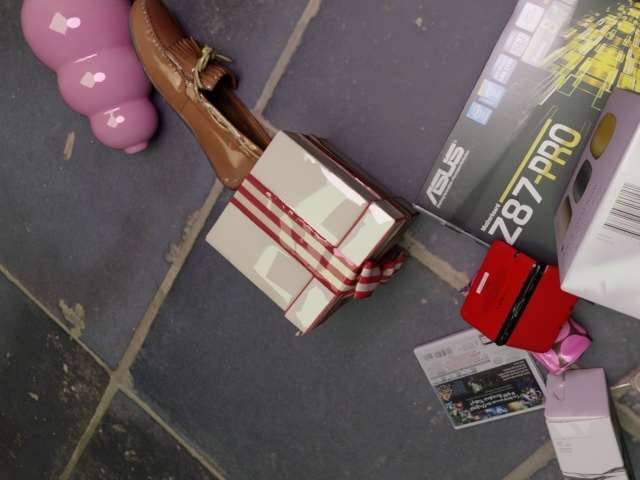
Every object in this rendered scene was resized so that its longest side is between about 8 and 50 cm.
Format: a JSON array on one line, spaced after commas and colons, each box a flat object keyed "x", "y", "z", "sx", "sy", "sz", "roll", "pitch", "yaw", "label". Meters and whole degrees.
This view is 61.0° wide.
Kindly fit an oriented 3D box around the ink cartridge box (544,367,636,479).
[{"x": 0.433, "y": 0.336, "z": 0.862, "sx": 0.093, "sy": 0.160, "sz": 0.219, "roll": -15, "pitch": 99, "yaw": 27, "label": "ink cartridge box"}]

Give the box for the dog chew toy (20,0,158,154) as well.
[{"x": -0.420, "y": -0.327, "z": 1.044, "sx": 0.207, "sy": 0.206, "sz": 0.331, "roll": -11, "pitch": 109, "yaw": 27, "label": "dog chew toy"}]

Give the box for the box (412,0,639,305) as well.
[{"x": 0.363, "y": -0.148, "z": 0.781, "sx": 0.318, "sy": 0.097, "sz": 0.394, "roll": 31, "pitch": 117, "yaw": 13, "label": "box"}]

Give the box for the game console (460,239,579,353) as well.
[{"x": 0.304, "y": 0.085, "z": 0.824, "sx": 0.124, "sy": 0.085, "sz": 0.143, "roll": 39, "pitch": 119, "yaw": 42, "label": "game console"}]

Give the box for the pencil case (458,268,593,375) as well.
[{"x": 0.332, "y": 0.124, "z": 0.880, "sx": 0.209, "sy": 0.098, "sz": 0.095, "roll": 42, "pitch": 138, "yaw": 9, "label": "pencil case"}]

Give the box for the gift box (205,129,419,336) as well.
[{"x": 0.000, "y": 0.000, "z": 0.915, "sx": 0.258, "sy": 0.255, "sz": 0.276, "roll": 40, "pitch": 112, "yaw": 11, "label": "gift box"}]

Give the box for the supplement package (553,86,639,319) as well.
[{"x": 0.396, "y": -0.041, "z": 0.601, "sx": 0.198, "sy": 0.263, "sz": 0.199, "roll": 21, "pitch": 114, "yaw": 14, "label": "supplement package"}]

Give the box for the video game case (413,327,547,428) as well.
[{"x": 0.290, "y": 0.242, "z": 0.980, "sx": 0.191, "sy": 0.022, "sz": 0.173, "roll": -26, "pitch": 93, "yaw": 28, "label": "video game case"}]

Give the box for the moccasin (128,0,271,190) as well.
[{"x": -0.205, "y": -0.276, "z": 0.985, "sx": 0.147, "sy": 0.139, "sz": 0.379, "roll": -30, "pitch": 92, "yaw": 28, "label": "moccasin"}]

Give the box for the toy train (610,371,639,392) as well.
[{"x": 0.558, "y": 0.225, "z": 0.769, "sx": 0.248, "sy": 0.143, "sz": 0.105, "roll": -19, "pitch": 97, "yaw": 22, "label": "toy train"}]
